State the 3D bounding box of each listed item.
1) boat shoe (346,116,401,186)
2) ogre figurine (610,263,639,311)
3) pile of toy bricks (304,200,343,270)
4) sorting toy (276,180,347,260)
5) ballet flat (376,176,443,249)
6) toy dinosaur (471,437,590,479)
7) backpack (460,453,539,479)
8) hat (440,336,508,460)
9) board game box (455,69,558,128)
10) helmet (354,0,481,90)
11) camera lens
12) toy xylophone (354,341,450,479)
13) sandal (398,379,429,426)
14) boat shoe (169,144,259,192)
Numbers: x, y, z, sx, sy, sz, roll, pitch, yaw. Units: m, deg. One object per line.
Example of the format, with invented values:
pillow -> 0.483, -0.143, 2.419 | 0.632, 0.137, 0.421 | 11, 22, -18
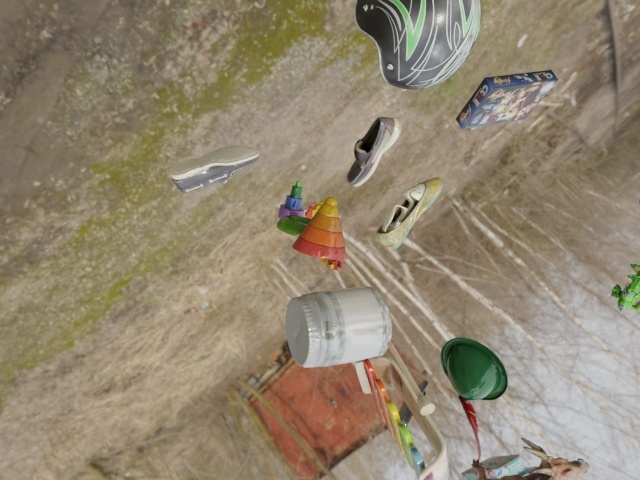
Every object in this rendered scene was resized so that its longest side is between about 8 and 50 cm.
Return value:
boat shoe -> 0.155, -0.298, 1.810 | 0.092, 0.103, 0.285 | 12, 136, -29
ogre figurine -> 0.958, 0.150, 1.674 | 0.197, 0.097, 0.118 | -48, 154, -59
pile of toy bricks -> 0.000, 0.000, 1.636 | 0.105, 0.118, 0.212 | -15, 122, -21
sorting toy -> -0.023, -0.068, 1.270 | 0.365, 0.127, 0.126 | -132, -126, -66
ballet flat -> 0.335, -0.125, 2.084 | 0.348, 0.123, 0.123 | -53, 168, -3
toy dinosaur -> 0.336, 0.462, 0.971 | 0.295, 0.127, 0.200 | -28, 161, -43
backpack -> 0.593, 0.794, 1.753 | 0.253, 0.191, 0.225 | 1, 156, -32
hat -> 0.334, 0.356, 1.301 | 0.183, 0.208, 0.173 | -29, 129, -41
board game box -> 0.519, -0.393, 1.527 | 0.243, 0.042, 0.165 | -14, 156, -24
helmet -> 0.145, -0.305, 0.778 | 0.169, 0.161, 0.169 | -27, 163, -9
camera lens -> 0.058, 0.253, 1.620 | 0.274, 0.219, 0.219 | -3, 153, -22
toy xylophone -> 0.165, 0.350, 1.116 | 0.081, 0.236, 0.323 | -23, -150, -8
sandal -> 0.334, 0.607, 1.987 | 0.254, 0.054, 0.097 | -44, 175, -46
boat shoe -> -0.237, -0.163, 1.255 | 0.206, 0.075, 0.065 | -18, 132, -10
